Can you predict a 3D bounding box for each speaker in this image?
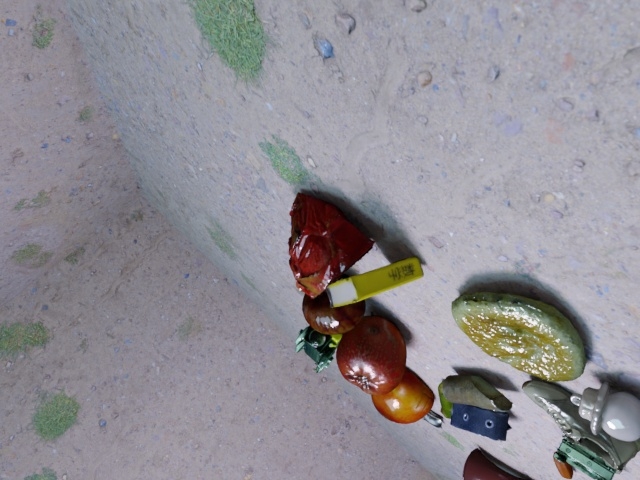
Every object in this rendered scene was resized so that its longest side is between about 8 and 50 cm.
[{"bbox_3d":[0.808,1.085,1.772,0.329,0.198,0.259,9,127,42],"label":"speaker"}]

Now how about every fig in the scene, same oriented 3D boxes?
[{"bbox_3d":[0.052,0.229,1.490,0.214,0.235,0.235,25,168,-26],"label":"fig"}]

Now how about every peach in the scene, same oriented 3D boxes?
[{"bbox_3d":[0.364,0.696,1.838,0.274,0.245,0.248,40,-171,-19],"label":"peach"}]

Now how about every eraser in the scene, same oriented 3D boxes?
[{"bbox_3d":[0.145,0.109,1.098,0.158,0.226,0.069,-36,72,62],"label":"eraser"}]

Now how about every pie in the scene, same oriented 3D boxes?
[{"bbox_3d":[0.458,0.219,0.962,0.323,0.070,0.323,34,158,16],"label":"pie"}]

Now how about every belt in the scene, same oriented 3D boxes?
[{"bbox_3d":[0.554,0.610,1.439,0.122,0.128,0.218,20,165,-22],"label":"belt"}]

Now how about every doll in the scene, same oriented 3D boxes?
[{"bbox_3d":[0.670,0.379,0.828,0.293,0.119,0.138,14,136,42],"label":"doll"}]

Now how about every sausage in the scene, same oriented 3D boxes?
[{"bbox_3d":[0.786,0.727,1.333,0.039,0.041,0.131,9,139,51],"label":"sausage"}]

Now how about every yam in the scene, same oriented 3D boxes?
[{"bbox_3d":[0.497,0.486,1.324,0.106,0.106,0.259,45,155,-3],"label":"yam"}]

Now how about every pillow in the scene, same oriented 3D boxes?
[{"bbox_3d":[0.532,0.855,1.995,0.135,0.055,0.091,22,118,38],"label":"pillow"}]

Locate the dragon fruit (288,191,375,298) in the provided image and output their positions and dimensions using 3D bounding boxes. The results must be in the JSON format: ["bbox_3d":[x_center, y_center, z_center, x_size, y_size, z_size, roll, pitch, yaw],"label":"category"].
[{"bbox_3d":[0.000,0.000,1.255,0.240,0.302,0.330,16,-145,-56],"label":"dragon fruit"}]

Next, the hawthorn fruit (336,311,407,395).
[{"bbox_3d":[0.192,0.408,1.530,0.275,0.300,0.275,4,148,3],"label":"hawthorn fruit"}]

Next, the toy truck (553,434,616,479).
[{"bbox_3d":[0.757,0.628,1.169,0.154,0.080,0.078,24,172,41],"label":"toy truck"}]

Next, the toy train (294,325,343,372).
[{"bbox_3d":[0.027,0.409,1.775,0.179,0.272,0.442,40,161,13],"label":"toy train"}]

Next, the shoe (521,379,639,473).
[{"bbox_3d":[0.639,0.457,1.035,0.275,0.098,0.103,30,150,35],"label":"shoe"}]

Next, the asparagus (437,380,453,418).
[{"bbox_3d":[0.505,0.640,1.644,0.067,0.060,0.278,37,159,46],"label":"asparagus"}]
